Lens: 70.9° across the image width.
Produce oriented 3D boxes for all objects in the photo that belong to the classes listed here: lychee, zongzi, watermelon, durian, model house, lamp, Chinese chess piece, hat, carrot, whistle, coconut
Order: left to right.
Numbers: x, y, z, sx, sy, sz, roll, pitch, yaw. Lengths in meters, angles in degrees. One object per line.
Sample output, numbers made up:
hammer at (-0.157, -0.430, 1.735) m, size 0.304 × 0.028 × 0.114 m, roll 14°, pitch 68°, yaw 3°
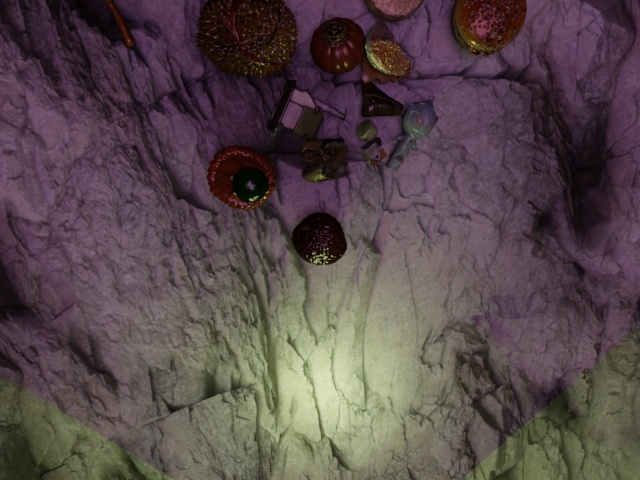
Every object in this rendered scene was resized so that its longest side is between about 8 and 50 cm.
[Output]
carrot at (-0.773, -0.843, 1.733) m, size 0.037 × 0.037 × 0.190 m, roll -23°, pitch 104°, yaw 2°
hat at (-0.322, -0.220, 1.773) m, size 0.285 × 0.400 × 0.285 m, roll -1°, pitch 110°, yaw -3°
durian at (-0.257, -0.755, 1.644) m, size 0.384 × 0.348 × 0.347 m, roll 22°, pitch 107°, yaw 28°
model house at (-0.047, -0.491, 1.832) m, size 0.279 × 0.205 × 0.218 m, roll 23°, pitch 104°, yaw -19°
lychee at (0.000, 0.000, 1.964) m, size 0.236 × 0.236 × 0.271 m, roll -36°, pitch 132°, yaw 6°
lamp at (0.068, -0.757, 1.752) m, size 0.223 × 0.196 × 0.223 m, roll -2°, pitch 75°, yaw 9°
coconut at (0.196, -0.468, 1.908) m, size 0.096 × 0.088 × 0.088 m, roll 34°, pitch 101°, yaw -34°
model house at (0.239, -0.377, 1.930) m, size 0.088 × 0.100 × 0.100 m, roll -35°, pitch 108°, yaw 4°
zongzi at (0.262, -0.610, 1.886) m, size 0.187 × 0.084 × 0.184 m, roll -3°, pitch 87°, yaw -15°
watermelon at (0.262, -0.759, 1.771) m, size 0.128 × 0.146 × 0.231 m, roll -19°, pitch 143°, yaw 30°
Chinese chess piece at (0.289, -0.993, 1.749) m, size 0.257 × 0.104 × 0.257 m, roll -1°, pitch 106°, yaw -5°
whistle at (0.387, -0.456, 1.916) m, size 0.142 × 0.134 × 0.346 m, roll 3°, pitch 124°, yaw -48°

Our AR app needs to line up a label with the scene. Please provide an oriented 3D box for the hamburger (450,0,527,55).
hamburger at (0.667, -0.890, 1.779) m, size 0.300 × 0.176 × 0.300 m, roll -1°, pitch 106°, yaw -3°

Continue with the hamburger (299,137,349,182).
hamburger at (0.002, -0.327, 1.852) m, size 0.192 × 0.288 × 0.167 m, roll -6°, pitch 98°, yaw 29°

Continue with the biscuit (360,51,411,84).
biscuit at (0.266, -0.727, 1.840) m, size 0.239 × 0.041 × 0.212 m, roll 14°, pitch 88°, yaw -14°
